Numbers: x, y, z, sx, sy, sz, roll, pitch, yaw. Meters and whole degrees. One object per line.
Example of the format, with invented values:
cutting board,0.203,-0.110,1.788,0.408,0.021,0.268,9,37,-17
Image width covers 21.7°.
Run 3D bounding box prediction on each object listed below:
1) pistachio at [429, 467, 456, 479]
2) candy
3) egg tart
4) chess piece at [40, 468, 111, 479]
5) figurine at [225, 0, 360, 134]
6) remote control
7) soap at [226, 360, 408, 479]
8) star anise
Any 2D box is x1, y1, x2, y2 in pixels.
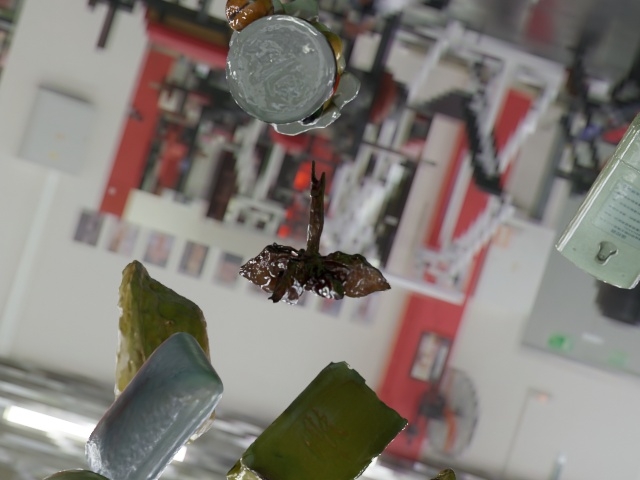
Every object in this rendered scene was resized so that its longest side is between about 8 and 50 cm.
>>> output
pistachio,0.086,0.285,1.486,0.049,0.172,0.089,6,-170,-13
candy,-0.175,0.185,1.723,0.071,0.174,0.138,36,-174,-27
egg tart,-0.213,0.177,2.333,0.128,0.318,0.319,-3,-179,-2
chess piece,-0.284,0.311,1.576,0.167,0.167,0.300,17,141,-40
figurine,-0.042,-0.205,1.887,0.133,0.176,0.236,-26,-178,7
remote control,0.326,-0.040,1.713,0.098,0.038,0.233,29,140,4
soap,-0.003,0.273,2.203,0.135,0.233,0.076,43,140,5
star anise,-0.008,-0.002,1.833,0.158,0.144,0.140,-2,-163,-26
